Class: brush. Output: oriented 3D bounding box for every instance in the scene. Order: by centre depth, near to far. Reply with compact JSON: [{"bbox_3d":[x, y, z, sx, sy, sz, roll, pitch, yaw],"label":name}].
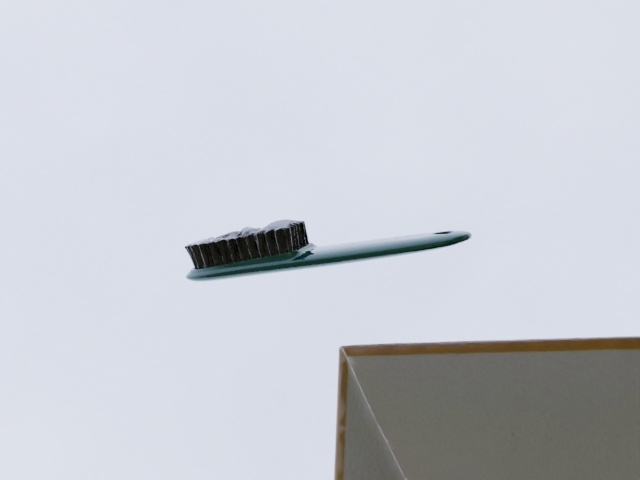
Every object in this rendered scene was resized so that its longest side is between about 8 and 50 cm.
[{"bbox_3d":[0.000,0.000,0.949,0.043,0.193,0.032,-27,-74,-64],"label":"brush"}]

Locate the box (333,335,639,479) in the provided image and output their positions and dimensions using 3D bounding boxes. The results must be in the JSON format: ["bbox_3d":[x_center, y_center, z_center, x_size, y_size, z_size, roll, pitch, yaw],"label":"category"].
[{"bbox_3d":[0.175,0.189,0.853,0.214,0.283,0.260,18,-108,-56],"label":"box"}]
